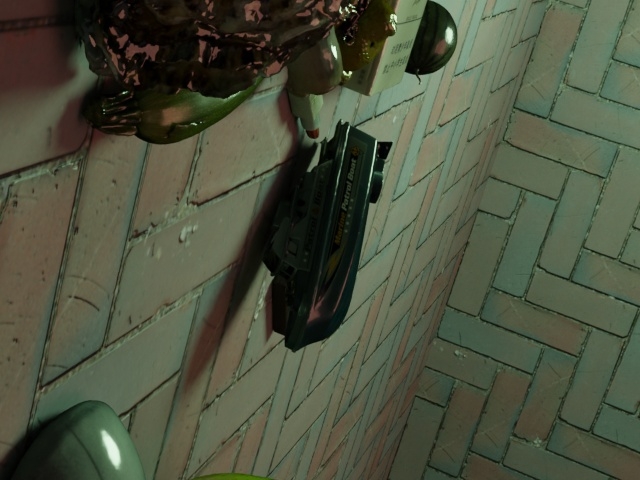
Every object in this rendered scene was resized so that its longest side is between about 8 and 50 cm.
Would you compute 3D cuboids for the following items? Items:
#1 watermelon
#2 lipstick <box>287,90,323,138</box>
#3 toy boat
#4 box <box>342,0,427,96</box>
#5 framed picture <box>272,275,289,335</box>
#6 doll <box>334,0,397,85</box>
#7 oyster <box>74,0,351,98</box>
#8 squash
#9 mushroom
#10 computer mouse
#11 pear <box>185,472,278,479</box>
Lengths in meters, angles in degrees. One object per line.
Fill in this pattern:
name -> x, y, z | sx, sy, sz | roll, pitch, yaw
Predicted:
watermelon -> 0.142, -0.277, 1.582 | 0.105, 0.105, 0.133 | 83, 13, -63
lipstick -> -0.014, -0.154, 1.332 | 0.129, 0.030, 0.030 | 78, 35, -66
toy boat -> -0.003, -0.002, 1.402 | 0.114, 0.122, 0.296 | 131, -26, -72
box -> 0.092, -0.322, 1.411 | 0.168, 0.071, 0.259 | -36, 144, -67
framed picture -> -0.022, 0.038, 1.605 | 0.128, 0.023, 0.168 | 93, 23, -53
doll -> 0.036, -0.269, 1.234 | 0.137, 0.097, 0.209 | -59, 159, -16
oyster -> -0.055, -0.213, 0.801 | 0.267, 0.112, 0.198 | -29, 138, -17
squash -> -0.091, -0.152, 0.960 | 0.071, 0.080, 0.318 | -30, -166, 40
mushroom -> 0.001, -0.263, 1.111 | 0.096, 0.099, 0.278 | -21, 141, -36
computer mouse -> -0.241, 0.330, 1.014 | 0.371, 0.122, 0.188 | -68, 166, 9
pear -> -0.105, 0.438, 1.226 | 0.391, 0.391, 0.391 | 21, 90, -76
